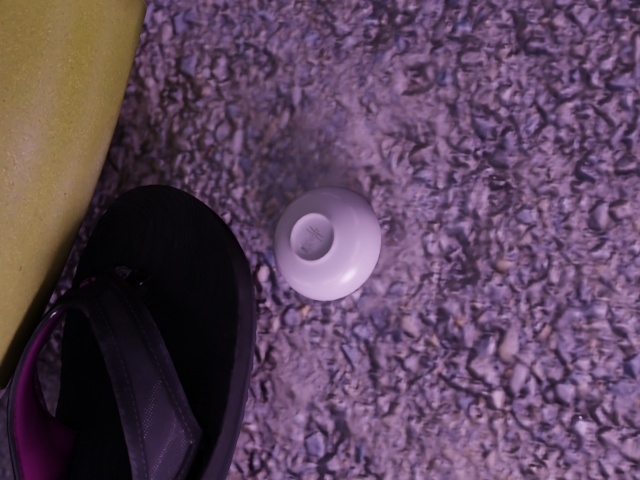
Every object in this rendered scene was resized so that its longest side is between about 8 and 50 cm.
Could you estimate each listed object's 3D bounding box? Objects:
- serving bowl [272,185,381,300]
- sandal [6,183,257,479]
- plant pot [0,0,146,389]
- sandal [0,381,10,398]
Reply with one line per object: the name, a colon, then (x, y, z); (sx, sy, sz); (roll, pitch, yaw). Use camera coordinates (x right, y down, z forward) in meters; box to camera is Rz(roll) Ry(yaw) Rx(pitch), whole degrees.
serving bowl: (0.000, 0.000, 1.052); (0.083, 0.027, 0.083); (-5, 78, 26)
sandal: (-0.146, 0.145, 0.998); (0.167, 0.107, 0.445); (-10, 59, 29)
plant pot: (-0.279, -0.045, 1.061); (0.275, 0.275, 0.293); (2, 82, 27)
sandal: (-0.435, 0.141, 1.193); (0.416, 0.102, 0.169); (-32, 68, 15)
